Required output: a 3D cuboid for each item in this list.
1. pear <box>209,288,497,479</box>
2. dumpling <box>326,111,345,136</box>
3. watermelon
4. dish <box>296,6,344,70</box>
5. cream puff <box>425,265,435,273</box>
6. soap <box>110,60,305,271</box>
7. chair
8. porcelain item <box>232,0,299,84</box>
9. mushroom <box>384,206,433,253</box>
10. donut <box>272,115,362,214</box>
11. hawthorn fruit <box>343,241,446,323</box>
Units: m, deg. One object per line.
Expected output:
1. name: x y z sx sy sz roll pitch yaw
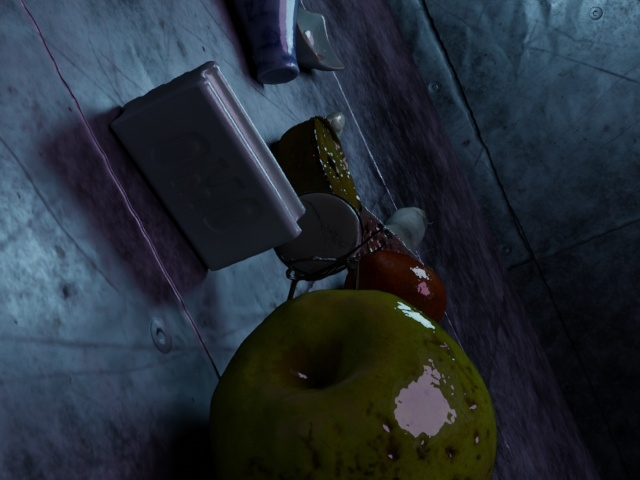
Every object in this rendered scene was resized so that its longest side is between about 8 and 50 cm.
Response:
1. pear: 0.048 0.258 1.237 0.391 0.391 0.391 54 23 -36
2. dumpling: 0.036 -0.272 2.274 0.077 0.043 0.059 -70 157 -68
3. watermelon: 0.106 0.020 2.059 0.241 0.154 0.094 60 -18 8
4. dish: -0.033 -0.462 2.241 0.151 0.077 0.212 68 19 5
5. cream puff: 0.192 0.114 2.170 0.146 0.116 0.146 6 78 -31
6. soap: -0.154 -0.101 1.372 0.265 0.160 0.087 59 22 -25
7. chair: 0.000 0.000 1.503 0.325 0.160 0.170 97 -24 -69
8. porcelain item: -0.105 -0.451 1.962 0.141 0.141 0.259 23 56 -64
9. mushroom: 0.194 -0.011 2.330 0.109 0.097 0.351 65 21 -4
10. donut: -0.005 -0.123 1.908 0.272 0.107 0.272 -19 90 -75
11. hawthorn fruit: 0.134 0.092 1.917 0.196 0.196 0.225 40 19 -54
